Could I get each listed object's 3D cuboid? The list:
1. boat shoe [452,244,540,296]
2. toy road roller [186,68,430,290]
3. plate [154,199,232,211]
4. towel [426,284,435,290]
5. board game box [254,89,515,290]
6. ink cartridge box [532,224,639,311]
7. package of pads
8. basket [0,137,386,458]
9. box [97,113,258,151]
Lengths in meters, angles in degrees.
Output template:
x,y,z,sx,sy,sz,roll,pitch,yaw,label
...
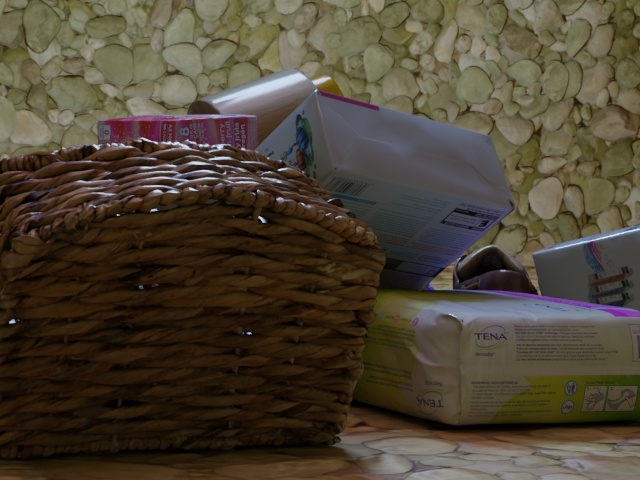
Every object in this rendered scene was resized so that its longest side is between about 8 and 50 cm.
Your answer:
x,y,z,sx,sy,sz,roll,pitch,yaw,label
0.211,0.067,2.103,0.123,0.123,0.342,2,2,6,boat shoe
0.002,-0.058,1.938,0.202,0.330,0.240,-23,-13,-29,toy road roller
-0.205,0.000,1.524,0.278,0.045,0.277,-17,3,-43,plate
-0.015,0.071,2.375,0.308,0.076,0.227,0,2,-39,towel
0.000,0.000,1.674,0.224,0.098,0.303,12,-41,-37,board game box
0.356,0.050,2.052,0.176,0.127,0.128,-13,0,25,ink cartridge box
0.132,0.097,1.574,0.229,0.101,0.296,1,2,-28,package of pads
-0.132,0.017,1.311,0.299,0.214,0.223,1,23,-25,basket
-0.147,-0.005,1.862,0.128,0.257,0.122,4,7,42,box
